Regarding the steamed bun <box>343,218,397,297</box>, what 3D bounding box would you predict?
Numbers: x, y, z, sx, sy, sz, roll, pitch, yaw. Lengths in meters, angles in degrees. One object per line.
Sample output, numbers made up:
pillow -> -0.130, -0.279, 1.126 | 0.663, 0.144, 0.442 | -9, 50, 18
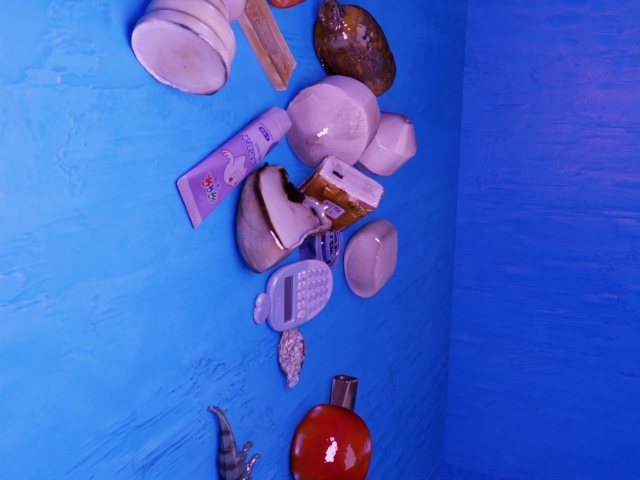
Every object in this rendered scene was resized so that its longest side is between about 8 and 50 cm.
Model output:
steamed bun -> 0.162, 0.056, 2.051 | 0.200, 0.154, 0.250 | -40, 138, -51

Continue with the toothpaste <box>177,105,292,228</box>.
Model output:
toothpaste -> -0.193, -0.183, 1.364 | 0.371, 0.079, 0.125 | -50, 143, -38

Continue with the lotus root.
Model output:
lotus root -> 0.100, -0.548, 1.734 | 0.397, 0.195, 0.179 | 35, 59, -59

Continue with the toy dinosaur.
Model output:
toy dinosaur -> -0.209, 0.522, 1.477 | 0.120, 0.079, 0.292 | -26, 116, -63

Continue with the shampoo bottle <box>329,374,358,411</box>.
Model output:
shampoo bottle -> 0.063, 0.645, 2.069 | 0.125, 0.084, 0.350 | 15, 83, -66

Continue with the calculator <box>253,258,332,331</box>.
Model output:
calculator -> -0.072, 0.150, 1.653 | 0.302, 0.042, 0.188 | -14, 114, -44

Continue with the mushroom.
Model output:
mushroom -> -0.124, -0.056, 1.474 | 0.217, 0.212, 0.292 | 53, 38, 4

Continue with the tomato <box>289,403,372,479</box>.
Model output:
tomato -> 0.039, 0.659, 1.853 | 0.298, 0.226, 0.299 | -28, 124, -55

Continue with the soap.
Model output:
soap -> -0.128, -0.482, 1.449 | 0.252, 0.037, 0.092 | 56, 45, -53

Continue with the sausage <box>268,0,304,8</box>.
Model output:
sausage -> -0.072, -0.621, 1.488 | 0.197, 0.076, 0.076 | -50, 139, -50

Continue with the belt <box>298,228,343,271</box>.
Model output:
belt -> 0.000, 0.000, 1.779 | 0.141, 0.082, 0.190 | -26, 119, -50

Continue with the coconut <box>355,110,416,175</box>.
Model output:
coconut -> 0.211, -0.324, 1.965 | 0.202, 0.222, 0.202 | 27, 39, -24

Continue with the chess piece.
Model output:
chess piece -> -0.214, -0.457, 1.141 | 0.182, 0.182, 0.330 | 58, 40, -53

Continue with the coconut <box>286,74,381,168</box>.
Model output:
coconut -> 0.030, -0.306, 1.595 | 0.266, 0.237, 0.237 | -48, 137, -49

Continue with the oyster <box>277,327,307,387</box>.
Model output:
oyster -> -0.081, 0.319, 1.715 | 0.125, 0.064, 0.177 | -36, 126, -52

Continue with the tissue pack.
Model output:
tissue pack -> 0.040, -0.119, 1.610 | 0.183, 0.226, 0.092 | 31, 61, -13
